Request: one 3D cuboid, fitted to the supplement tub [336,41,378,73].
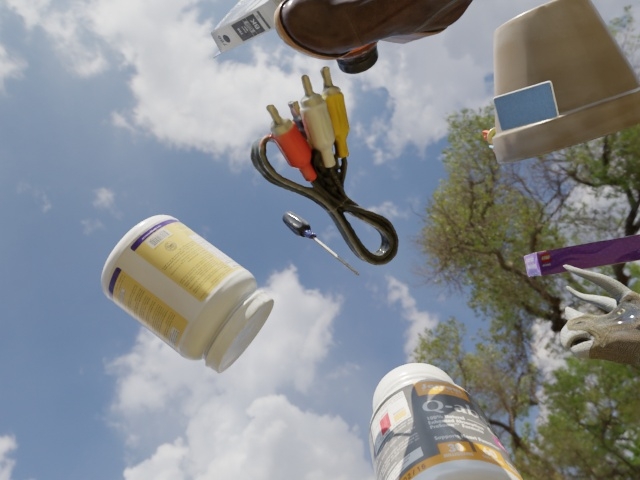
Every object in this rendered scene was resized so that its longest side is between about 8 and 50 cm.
[{"bbox_3d":[0.034,-0.350,0.782,0.106,0.106,0.198,-42,-37,-10],"label":"supplement tub"}]

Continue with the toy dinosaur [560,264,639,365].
[{"bbox_3d":[0.338,0.103,0.357,0.313,0.160,0.121,15,-38,-8],"label":"toy dinosaur"}]

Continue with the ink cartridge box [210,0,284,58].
[{"bbox_3d":[-0.145,-0.533,1.212,0.065,0.333,0.165,46,-117,-30],"label":"ink cartridge box"}]

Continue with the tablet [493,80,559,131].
[{"bbox_3d":[0.302,-0.197,0.769,0.006,0.083,0.054,-39,-67,-52],"label":"tablet"}]

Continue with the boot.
[{"bbox_3d":[0.089,-0.295,0.609,0.248,0.207,0.090,-15,-90,-32],"label":"boot"}]

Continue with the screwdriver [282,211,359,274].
[{"bbox_3d":[0.000,0.000,0.689,0.024,0.170,0.025,6,-72,-41],"label":"screwdriver"}]

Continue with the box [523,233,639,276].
[{"bbox_3d":[0.630,0.031,1.180,0.201,0.293,0.057,20,-120,-75],"label":"box"}]

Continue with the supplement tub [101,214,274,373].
[{"bbox_3d":[-0.297,0.122,1.191,0.241,0.331,0.241,-53,-10,-13],"label":"supplement tub"}]

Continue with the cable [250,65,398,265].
[{"bbox_3d":[0.017,-0.065,0.667,0.139,0.072,0.287,-40,-66,-23],"label":"cable"}]

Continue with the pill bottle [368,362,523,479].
[{"bbox_3d":[0.146,0.274,0.656,0.162,0.278,0.162,0,-77,-1],"label":"pill bottle"}]

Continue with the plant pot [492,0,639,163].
[{"bbox_3d":[0.503,-0.344,1.109,0.323,0.323,0.280,-20,-85,-26],"label":"plant pot"}]

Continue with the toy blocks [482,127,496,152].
[{"bbox_3d":[0.551,-0.306,1.614,0.123,0.148,0.054,28,-83,-24],"label":"toy blocks"}]
